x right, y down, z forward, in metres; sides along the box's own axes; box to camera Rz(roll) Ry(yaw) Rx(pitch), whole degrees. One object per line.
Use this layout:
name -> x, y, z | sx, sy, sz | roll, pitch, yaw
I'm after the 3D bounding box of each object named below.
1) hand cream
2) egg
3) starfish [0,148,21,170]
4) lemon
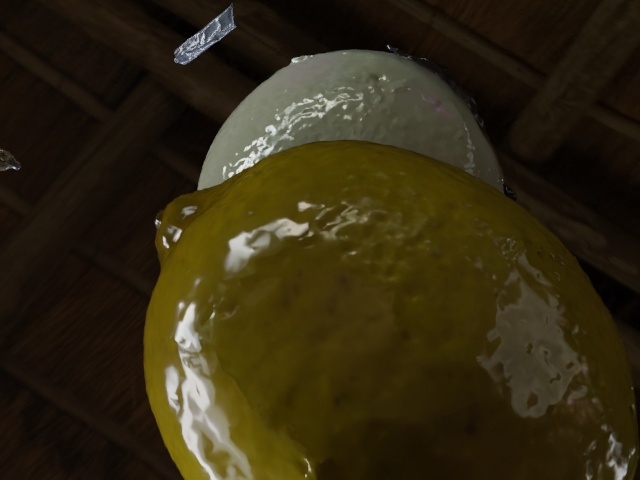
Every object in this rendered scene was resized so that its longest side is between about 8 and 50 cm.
hand cream -> -0.125, -0.221, 1.278 | 0.093, 0.019, 0.030 | -30, -123, 27
egg -> 0.000, 0.000, 1.041 | 0.337, 0.201, 0.337 | 14, -65, 33
starfish -> -0.432, -0.007, 0.910 | 0.132, 0.384, 0.398 | 43, -122, 11
lemon -> 0.033, 0.072, 0.600 | 0.236, 0.236, 0.263 | -23, -103, 10
